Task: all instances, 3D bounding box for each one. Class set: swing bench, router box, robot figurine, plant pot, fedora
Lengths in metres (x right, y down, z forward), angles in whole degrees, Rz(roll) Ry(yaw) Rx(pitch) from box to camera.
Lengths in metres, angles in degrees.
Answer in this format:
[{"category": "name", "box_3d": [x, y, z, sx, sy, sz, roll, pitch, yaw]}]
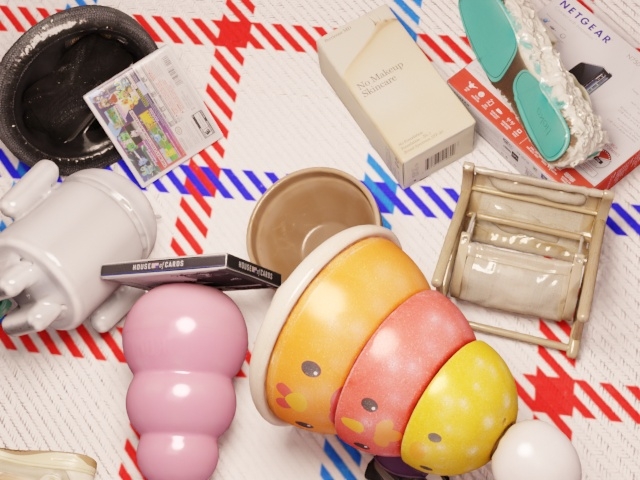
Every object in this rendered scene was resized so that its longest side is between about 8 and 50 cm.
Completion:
[{"category": "swing bench", "box_3d": [0.334, 0.028, 1.705, 0.253, 0.165, 0.255, 13, 62, 12]}, {"category": "router box", "box_3d": [0.449, -0.252, 1.860, 0.301, 0.082, 0.335, -38, 67, -11]}, {"category": "robot figurine", "box_3d": [-0.416, 0.011, 1.736, 0.199, 0.300, 0.353, -10, 29, 43]}, {"category": "plant pot", "box_3d": [0.000, 0.000, 1.765, 0.237, 0.110, 0.237, -5, 71, 16]}, {"category": "fedora", "box_3d": [-0.461, -0.289, 1.913, 0.334, 0.334, 0.152, -34, 33, -10]}]

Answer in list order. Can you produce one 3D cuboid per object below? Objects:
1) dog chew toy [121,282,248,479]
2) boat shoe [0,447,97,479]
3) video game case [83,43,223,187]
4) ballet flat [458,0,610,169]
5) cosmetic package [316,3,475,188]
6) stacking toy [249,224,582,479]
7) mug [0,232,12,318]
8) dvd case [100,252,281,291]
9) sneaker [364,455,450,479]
[{"category": "dog chew toy", "box_3d": [-0.224, 0.241, 1.648, 0.206, 0.206, 0.332, 1, 73, 6]}, {"category": "boat shoe", "box_3d": [-0.518, 0.393, 1.655, 0.302, 0.109, 0.098, 3, 65, 1]}, {"category": "video game case", "box_3d": [-0.307, -0.229, 1.890, 0.183, 0.023, 0.201, -34, 112, -10]}, {"category": "ballet flat", "box_3d": [0.375, -0.297, 1.790, 0.147, 0.147, 0.409, -21, 68, -4]}, {"category": "cosmetic package", "box_3d": [0.137, -0.267, 1.885, 0.160, 0.113, 0.309, -30, 67, -8]}, {"category": "stacking toy", "box_3d": [0.166, 0.220, 1.489, 0.480, 0.350, 0.350, 30, 71, 29]}, {"category": "mug", "box_3d": [-0.568, 0.065, 1.802, 0.097, 0.129, 0.158, -8, 95, 0]}, {"category": "dvd case", "box_3d": [-0.209, 0.058, 1.669, 0.238, 0.179, 0.030, -4, 76, 26]}, {"category": "sneaker", "box_3d": [0.165, 0.435, 1.564, 0.124, 0.107, 0.283, -33, 49, 3]}]
